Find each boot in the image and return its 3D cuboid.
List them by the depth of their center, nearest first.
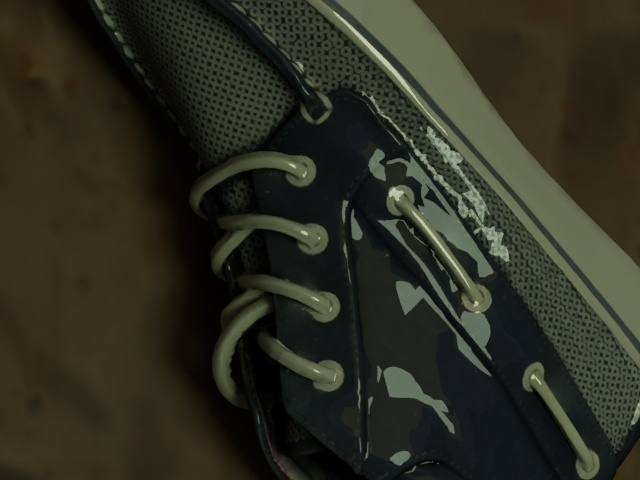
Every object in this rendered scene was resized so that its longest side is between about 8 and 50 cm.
[{"bbox_3d":[0.000,0.000,0.446,0.190,0.069,0.086,43,60,-12],"label":"boot"}]
